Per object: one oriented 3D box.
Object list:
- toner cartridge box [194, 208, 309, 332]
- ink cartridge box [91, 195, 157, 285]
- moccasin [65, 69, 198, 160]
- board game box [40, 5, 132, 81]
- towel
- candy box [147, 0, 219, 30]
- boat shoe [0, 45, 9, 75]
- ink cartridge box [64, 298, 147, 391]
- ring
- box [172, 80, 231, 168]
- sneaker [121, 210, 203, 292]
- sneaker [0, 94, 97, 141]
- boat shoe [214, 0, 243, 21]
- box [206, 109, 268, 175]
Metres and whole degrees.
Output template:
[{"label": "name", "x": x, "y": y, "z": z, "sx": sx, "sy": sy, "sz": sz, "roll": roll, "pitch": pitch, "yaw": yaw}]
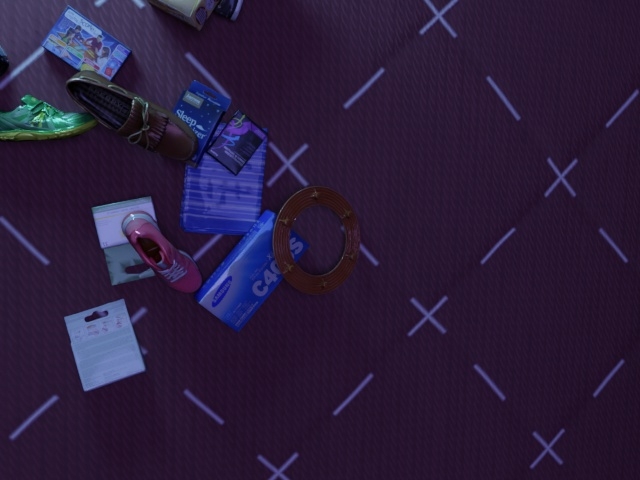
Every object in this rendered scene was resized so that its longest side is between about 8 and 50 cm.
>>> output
[{"label": "toner cartridge box", "x": -0.206, "y": 0.091, "z": 1.906, "sx": 0.165, "sy": 0.075, "sz": 0.348, "roll": 42, "pitch": 83, "yaw": -26}, {"label": "ink cartridge box", "x": -0.553, "y": 0.002, "z": 1.830, "sx": 0.171, "sy": 0.056, "sz": 0.235, "roll": -13, "pitch": 96, "yaw": -15}, {"label": "moccasin", "x": -0.513, "y": -0.339, "z": 1.723, "sx": 0.380, "sy": 0.147, "sz": 0.139, "roll": 36, "pitch": 106, "yaw": -13}, {"label": "board game box", "x": -0.655, "y": -0.540, "z": 1.764, "sx": 0.201, "sy": 0.035, "sz": 0.136, "roll": 35, "pitch": 85, "yaw": -16}, {"label": "towel", "x": -0.290, "y": -0.185, "z": 1.894, "sx": 0.243, "sy": 0.040, "sz": 0.336, "roll": 5, "pitch": 93, "yaw": -17}, {"label": "candy box", "x": -0.342, "y": -0.776, "z": 1.771, "sx": 0.182, "sy": 0.087, "sz": 0.317, "roll": 31, "pitch": 85, "yaw": 12}, {"label": "boat shoe", "x": -0.950, "y": -0.584, "z": 1.613, "sx": 0.127, "sy": 0.158, "sz": 0.341, "roll": -41, "pitch": 104, "yaw": -9}, {"label": "ink cartridge box", "x": -0.632, "y": 0.307, "z": 1.846, "sx": 0.180, "sy": 0.056, "sz": 0.225, "roll": -18, "pitch": 81, "yaw": -13}, {"label": "ring", "x": 0.000, "y": 0.000, "z": 1.935, "sx": 0.336, "sy": 0.032, "sz": 0.337, "roll": -2, "pitch": 93, "yaw": -36}, {"label": "box", "x": -0.370, "y": -0.341, "z": 1.824, "sx": 0.136, "sy": 0.036, "sz": 0.225, "roll": 28, "pitch": 93, "yaw": 5}, {"label": "sneaker", "x": -0.451, "y": 0.062, "z": 1.789, "sx": 0.116, "sy": 0.136, "sz": 0.314, "roll": -38, "pitch": 123, "yaw": 1}, {"label": "sneaker", "x": -0.764, "y": -0.335, "z": 1.712, "sx": 0.295, "sy": 0.109, "sz": 0.124, "roll": -5, "pitch": 100, "yaw": -15}, {"label": "boat shoe", "x": -0.246, "y": -0.764, "z": 1.834, "sx": 0.068, "sy": 0.081, "sz": 0.228, "roll": 17, "pitch": 92, "yaw": -20}, {"label": "box", "x": -0.248, "y": -0.292, "z": 1.874, "sx": 0.116, "sy": 0.029, "sz": 0.162, "roll": 38, "pitch": 82, "yaw": -16}]
